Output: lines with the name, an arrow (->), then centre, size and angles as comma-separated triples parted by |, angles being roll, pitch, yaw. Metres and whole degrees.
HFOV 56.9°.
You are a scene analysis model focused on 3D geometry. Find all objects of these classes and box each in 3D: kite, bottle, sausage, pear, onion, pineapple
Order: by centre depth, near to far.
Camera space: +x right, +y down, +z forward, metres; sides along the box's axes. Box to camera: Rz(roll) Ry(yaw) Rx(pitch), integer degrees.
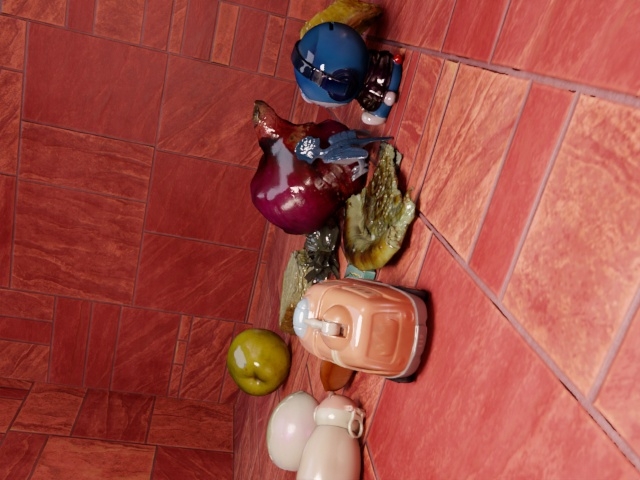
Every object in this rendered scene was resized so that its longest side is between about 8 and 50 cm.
bottle -> 0.033, 0.488, 1.434 | 0.147, 0.147, 0.237 | 120, 164, -59
sausage -> 0.074, 0.257, 1.541 | 0.097, 0.094, 0.348 | -118, 39, -50
kite -> 0.174, -0.164, 1.618 | 0.268, 0.013, 0.323 | 124, 156, -60
onion -> -0.076, -0.254, 1.839 | 0.398, 0.420, 0.398 | -25, 37, 20
pineapple -> 0.003, -0.002, 2.018 | 0.165, 0.165, 0.365 | 112, 156, -44
pear -> -0.257, 0.503, 2.474 | 0.294, 0.294, 0.294 | -170, 90, -78

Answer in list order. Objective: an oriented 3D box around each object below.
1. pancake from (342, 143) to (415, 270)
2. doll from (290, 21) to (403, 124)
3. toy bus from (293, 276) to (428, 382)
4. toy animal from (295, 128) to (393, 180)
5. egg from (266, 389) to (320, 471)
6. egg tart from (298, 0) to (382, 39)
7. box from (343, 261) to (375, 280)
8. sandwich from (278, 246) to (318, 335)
pancake -> 0.134, -0.064, 1.509 | 0.427, 0.066, 0.305 | -97, 25, -60
doll -> 0.067, -0.480, 1.668 | 0.284, 0.309, 0.240 | -94, 20, -50
toy bus -> 0.071, 0.176, 1.207 | 0.287, 0.232, 0.194 | 9, 92, 53
toy animal -> 0.068, -0.253, 1.639 | 0.255, 0.176, 0.239 | -31, 24, 19
egg -> -0.066, 0.549, 1.722 | 0.183, 0.183, 0.217 | 178, 92, -78
egg tart -> 0.046, -0.720, 1.998 | 0.345, 0.132, 0.345 | -33, 11, 8
box -> 0.093, 0.151, 1.656 | 0.162, 0.041, 0.229 | -108, 30, -64
sandwich -> -0.063, 0.173, 2.170 | 0.325, 0.131, 0.262 | 114, 163, -57
